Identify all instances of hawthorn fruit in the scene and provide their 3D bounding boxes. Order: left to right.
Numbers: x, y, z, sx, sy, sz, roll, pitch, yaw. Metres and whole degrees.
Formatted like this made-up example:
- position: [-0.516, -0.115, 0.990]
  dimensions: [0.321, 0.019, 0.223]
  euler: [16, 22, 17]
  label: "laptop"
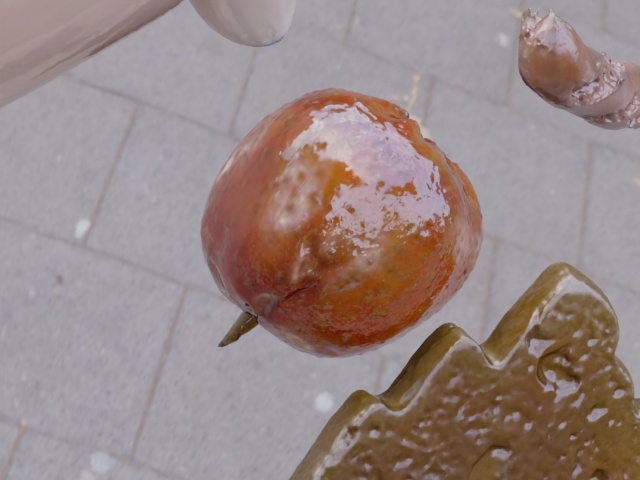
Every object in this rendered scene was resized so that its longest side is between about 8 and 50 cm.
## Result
- position: [0.000, 0.000, 0.966]
  dimensions: [0.200, 0.179, 0.179]
  euler: [-42, 75, 4]
  label: "hawthorn fruit"

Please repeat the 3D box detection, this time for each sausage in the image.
- position: [0.132, -0.081, 0.733]
  dimensions: [0.158, 0.036, 0.042]
  euler: [11, 54, -61]
  label: "sausage"

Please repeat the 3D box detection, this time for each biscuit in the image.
- position: [0.099, 0.156, 0.977]
  dimensions: [0.301, 0.278, 0.043]
  euler: [-6, 15, -22]
  label: "biscuit"

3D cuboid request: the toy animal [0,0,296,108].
- position: [-0.165, -0.157, 0.675]
  dimensions: [0.256, 0.195, 0.213]
  euler: [-30, 66, -1]
  label: "toy animal"
